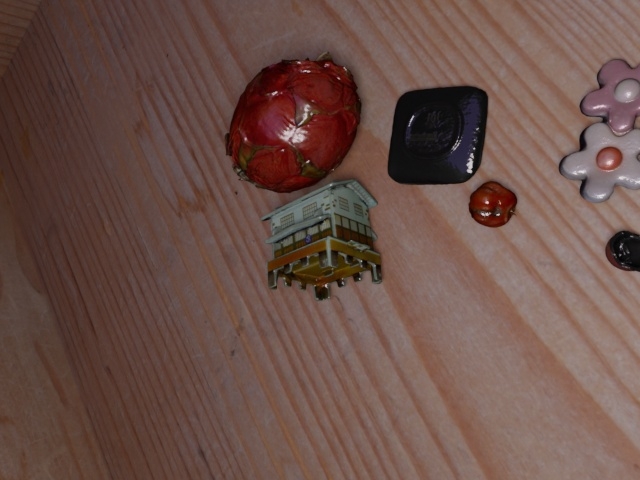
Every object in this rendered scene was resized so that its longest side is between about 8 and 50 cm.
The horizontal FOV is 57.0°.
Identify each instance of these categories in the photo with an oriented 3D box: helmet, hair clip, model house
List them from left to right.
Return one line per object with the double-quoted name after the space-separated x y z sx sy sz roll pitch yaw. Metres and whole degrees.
0.000 0.000 1.296 0.224 0.198 0.215 -23 60 37 "model house"
0.499 -0.185 0.989 0.146 0.075 0.257 20 98 41 "hair clip"
0.515 0.025 0.987 0.084 0.049 0.065 30 73 8 "helmet"

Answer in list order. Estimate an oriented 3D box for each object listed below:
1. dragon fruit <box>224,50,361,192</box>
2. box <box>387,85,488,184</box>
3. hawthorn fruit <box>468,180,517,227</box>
-0.059 -0.253 1.292 0.277 0.277 0.343 37 95 32 "dragon fruit"
0.234 -0.213 1.208 0.212 0.042 0.201 7 93 37 "box"
0.327 -0.067 1.112 0.093 0.093 0.093 0 91 38 "hawthorn fruit"
